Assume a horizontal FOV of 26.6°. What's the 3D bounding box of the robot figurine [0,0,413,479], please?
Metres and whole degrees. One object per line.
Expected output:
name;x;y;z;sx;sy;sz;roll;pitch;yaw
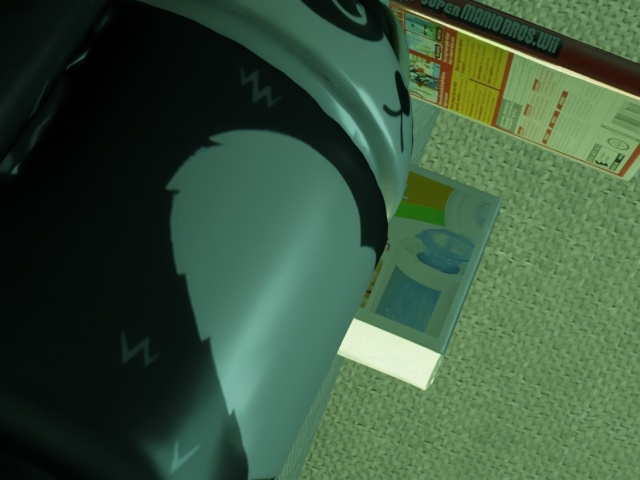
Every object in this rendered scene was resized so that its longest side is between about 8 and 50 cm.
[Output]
robot figurine;-0.072;0.013;0.480;0.278;0.173;0.209;-63;-170;-28

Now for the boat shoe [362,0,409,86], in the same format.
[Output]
boat shoe;-0.064;-0.040;0.675;0.340;0.127;0.113;-56;130;-29

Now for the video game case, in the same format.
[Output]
video game case;0.109;-0.126;0.972;0.204;0.285;0.025;73;39;-80

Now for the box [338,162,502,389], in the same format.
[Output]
box;0.000;0.000;0.885;0.103;0.203;0.114;95;17;-71
